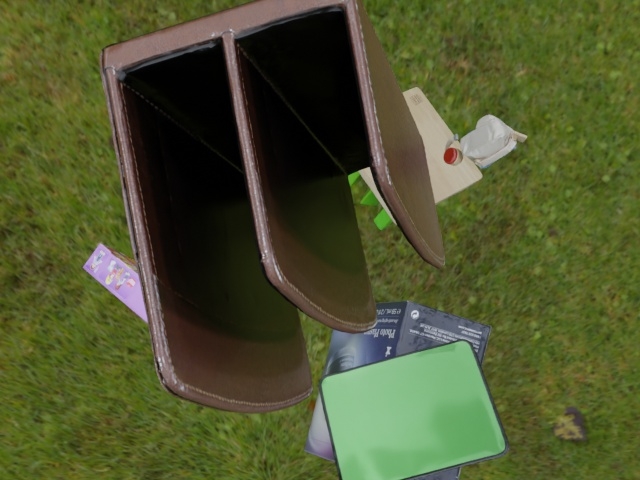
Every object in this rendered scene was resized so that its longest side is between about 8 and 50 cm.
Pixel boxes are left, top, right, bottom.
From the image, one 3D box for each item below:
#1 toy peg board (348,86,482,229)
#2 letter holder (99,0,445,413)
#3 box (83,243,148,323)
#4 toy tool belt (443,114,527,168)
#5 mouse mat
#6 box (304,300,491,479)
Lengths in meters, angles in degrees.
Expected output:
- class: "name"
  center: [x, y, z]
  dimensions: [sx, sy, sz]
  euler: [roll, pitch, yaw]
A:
- class: "toy peg board"
  center: [0.107, -0.106, 1.172]
  dimensions: [0.161, 0.079, 0.161]
  euler: [-28, 78, -31]
- class: "letter holder"
  center: [0.000, 0.000, 0.584]
  dimensions: [0.152, 0.302, 0.214]
  euler: [-14, 77, 12]
- class: "box"
  center: [-0.260, 0.127, 1.502]
  dimensions: [0.293, 0.201, 0.057]
  euler: [35, 89, 25]
- class: "toy tool belt"
  center: [0.183, -0.101, 0.936]
  dimensions: [0.051, 0.083, 0.052]
  euler: [14, 59, -37]
- class: "mouse mat"
  center: [0.101, 0.196, 0.955]
  dimensions: [0.190, 0.007, 0.152]
  euler: [-16, 52, 2]
- class: "box"
  center: [0.129, 0.272, 1.516]
  dimensions: [0.183, 0.296, 0.294]
  euler: [18, 77, -19]
